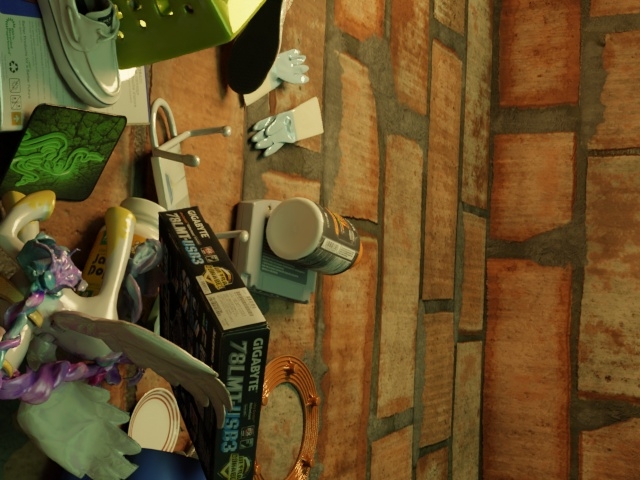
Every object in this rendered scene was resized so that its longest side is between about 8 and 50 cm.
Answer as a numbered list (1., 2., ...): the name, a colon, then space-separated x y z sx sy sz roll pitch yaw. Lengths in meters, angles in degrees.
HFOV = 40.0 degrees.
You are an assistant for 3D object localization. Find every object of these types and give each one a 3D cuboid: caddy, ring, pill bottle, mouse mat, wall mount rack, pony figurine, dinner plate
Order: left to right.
1. mouse mat: -0.366 -0.122 1.259 0.153 0.007 0.189 -59 157 16
2. pony figurine: -0.304 0.115 1.104 0.351 0.303 0.363 35 33 -23
3. pill bottle: -0.301 0.044 1.356 0.117 0.117 0.208 52 47 -50
4. caddy: -0.256 0.427 1.327 0.341 0.241 0.179 44 49 -54
5. dinner plate: -0.288 0.322 1.500 0.141 0.017 0.141 -3 93 -62
6. wall mount rack: -0.208 -0.060 1.462 0.304 0.130 0.350 -66 149 -71
7. ring: -0.076 0.416 1.897 0.336 0.032 0.337 -2 93 -62
8. pill bottle: 0.000 0.000 1.814 0.245 0.130 0.130 24 69 -61

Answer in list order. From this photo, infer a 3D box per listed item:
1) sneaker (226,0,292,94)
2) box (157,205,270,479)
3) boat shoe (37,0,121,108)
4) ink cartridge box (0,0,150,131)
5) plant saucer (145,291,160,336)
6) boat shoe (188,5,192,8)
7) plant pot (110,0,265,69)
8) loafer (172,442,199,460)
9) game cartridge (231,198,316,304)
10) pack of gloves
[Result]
1. sneaker: -0.111 -0.414 1.724 0.145 0.090 0.270 -79 -176 -84
2. box: -0.163 0.150 1.252 0.073 0.293 0.296 -8 125 -22
3. boat shoe: -0.321 -0.301 1.201 0.095 0.084 0.258 -58 139 -46
4. ink cartridge box: -0.375 -0.310 1.261 0.307 0.072 0.304 -17 105 -64
5. plant saucer: -0.266 0.128 1.440 0.192 0.018 0.067 -91 -174 -72
6. boat shoe: -0.265 -0.504 1.449 0.320 0.103 0.118 57 24 -55
7. plant pot: -0.214 -0.407 1.273 0.207 0.228 0.227 62 37 -32
8. loafer: -0.245 0.400 1.559 0.061 0.062 0.170 48 42 3
9. game cartridge: -0.090 0.019 1.835 0.294 0.060 0.196 24 73 -61
10. pack of gloves: -0.093 -0.291 1.845 0.232 0.046 0.195 -31 117 -47
